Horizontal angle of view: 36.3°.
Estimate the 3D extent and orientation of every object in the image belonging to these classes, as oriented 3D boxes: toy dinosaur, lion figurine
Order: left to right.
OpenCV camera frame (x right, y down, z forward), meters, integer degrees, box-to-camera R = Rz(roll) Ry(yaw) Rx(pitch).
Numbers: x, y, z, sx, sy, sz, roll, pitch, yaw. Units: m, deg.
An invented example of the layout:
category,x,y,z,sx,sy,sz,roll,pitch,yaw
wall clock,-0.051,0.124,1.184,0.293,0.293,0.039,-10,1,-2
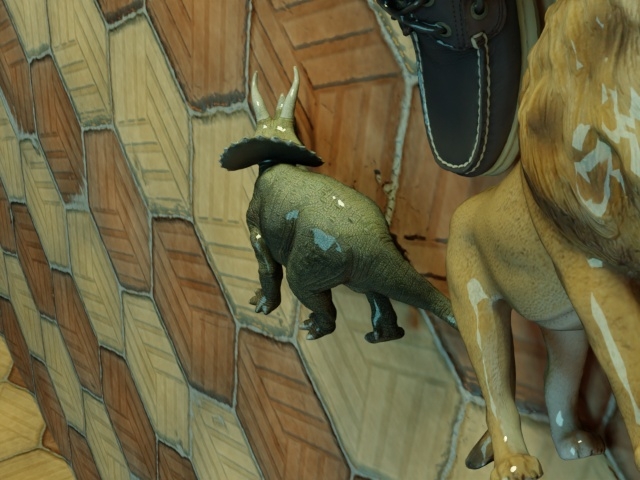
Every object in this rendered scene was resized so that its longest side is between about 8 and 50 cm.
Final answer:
category,x,y,z,sx,sy,sz,roll,pitch,yaw
toy dinosaur,0.000,0.000,0.803,0.313,0.121,0.160,48,157,45
lion figurine,0.136,0.004,0.540,0.392,0.142,0.240,135,122,-64

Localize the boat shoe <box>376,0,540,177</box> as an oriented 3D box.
category,x,y,z,sx,sy,sz,roll,pitch,yaw
boat shoe,0.072,-0.171,0.600,0.103,0.092,0.285,31,131,52
